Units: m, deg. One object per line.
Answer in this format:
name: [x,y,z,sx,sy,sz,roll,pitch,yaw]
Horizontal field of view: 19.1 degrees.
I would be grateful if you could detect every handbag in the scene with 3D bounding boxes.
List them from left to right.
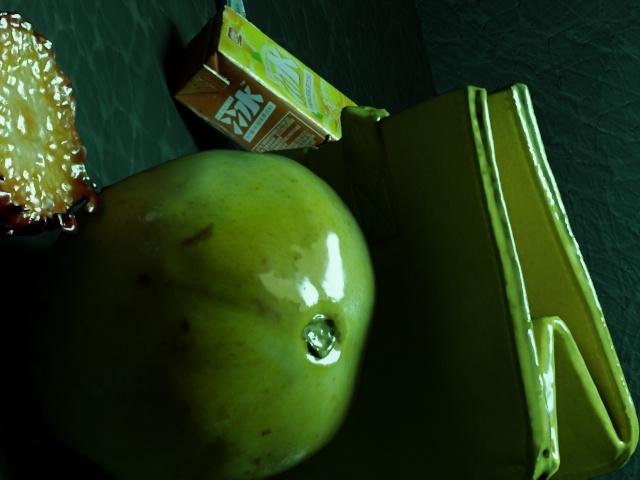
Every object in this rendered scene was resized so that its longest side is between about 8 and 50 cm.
handbag: [0.031,0.056,1.334,0.133,0.401,0.283,-17,89,-38]

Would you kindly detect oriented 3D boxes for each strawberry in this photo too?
strawberry: [-0.196,-0.064,1.120,0.145,0.086,0.145,-17,90,-78]

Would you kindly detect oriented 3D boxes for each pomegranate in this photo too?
pomegranate: [-0.074,0.055,1.196,0.233,0.233,0.233,-15,90,-78]

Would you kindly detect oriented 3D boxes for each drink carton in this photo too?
drink carton: [-0.026,-0.109,1.739,0.223,0.071,0.096,37,27,-18]

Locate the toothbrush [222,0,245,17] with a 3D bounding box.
toothbrush: [-0.092,-0.260,1.939,0.035,0.042,0.413,134,-53,-61]

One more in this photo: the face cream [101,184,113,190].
face cream: [-0.149,0.000,1.403,0.040,0.021,0.083,41,36,-70]
